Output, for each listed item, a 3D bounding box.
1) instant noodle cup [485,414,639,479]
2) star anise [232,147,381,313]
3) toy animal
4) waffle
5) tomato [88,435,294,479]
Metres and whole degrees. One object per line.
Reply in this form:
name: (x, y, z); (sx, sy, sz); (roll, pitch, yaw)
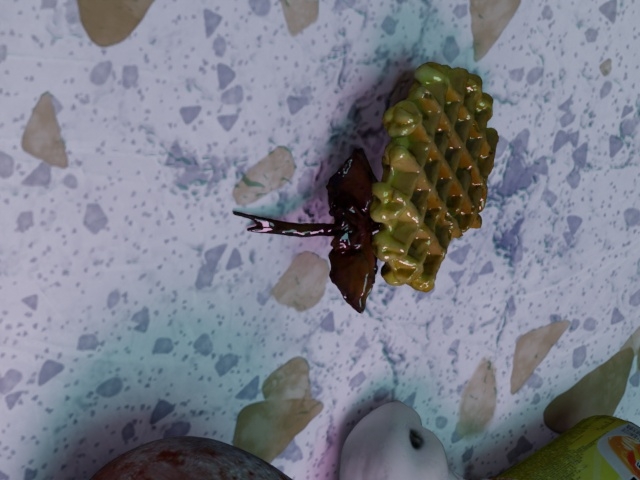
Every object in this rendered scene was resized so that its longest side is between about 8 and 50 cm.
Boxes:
instant noodle cup: (0.350, 0.367, 2.028); (0.200, 0.264, 0.264); (-34, 129, -33)
star anise: (-0.002, -0.009, 1.683); (0.140, 0.144, 0.158); (67, 26, -47)
toy animal: (0.122, 0.372, 1.890); (0.258, 0.194, 0.357); (-50, 124, -21)
waffle: (0.129, -0.070, 1.705); (0.253, 0.056, 0.249); (-7, 102, -61)
tomato: (-0.123, 0.357, 1.600); (0.282, 0.316, 0.317); (-52, 133, -18)
